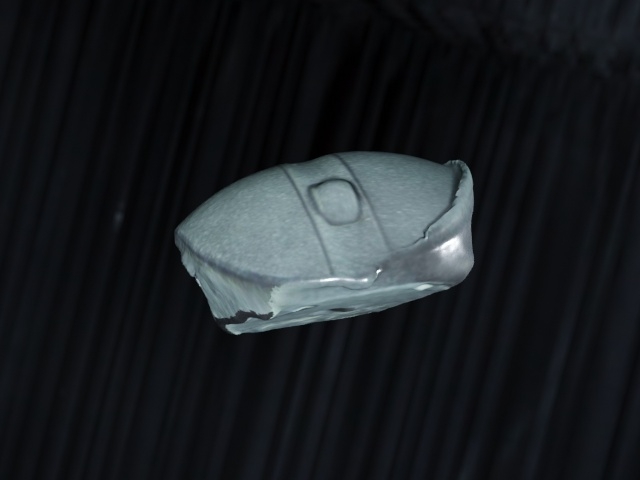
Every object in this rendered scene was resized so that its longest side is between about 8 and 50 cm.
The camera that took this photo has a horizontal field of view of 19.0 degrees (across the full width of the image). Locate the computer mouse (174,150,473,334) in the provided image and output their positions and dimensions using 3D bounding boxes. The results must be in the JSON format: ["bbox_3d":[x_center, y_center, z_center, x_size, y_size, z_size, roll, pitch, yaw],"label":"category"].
[{"bbox_3d":[-0.002,-0.003,1.337,0.203,0.114,0.374,-10,177,-9],"label":"computer mouse"}]
